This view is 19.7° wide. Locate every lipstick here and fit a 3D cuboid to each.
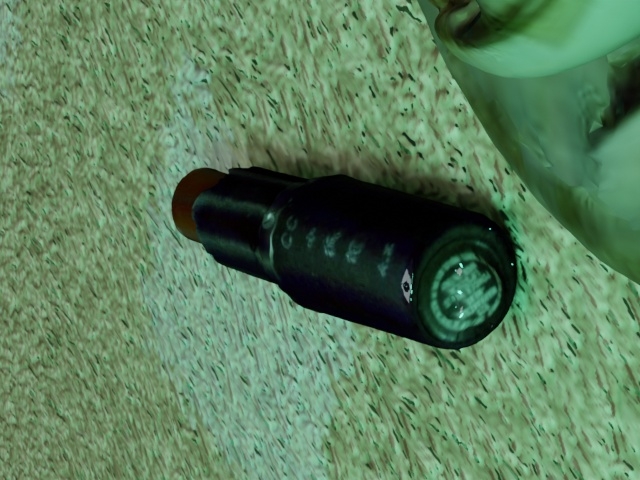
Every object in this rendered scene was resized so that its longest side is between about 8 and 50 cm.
[{"bbox_3d":[0.000,0.000,1.056,0.299,0.081,0.081,15,117,58],"label":"lipstick"}]

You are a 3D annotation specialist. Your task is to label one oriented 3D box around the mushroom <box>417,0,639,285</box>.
[{"bbox_3d":[0.121,-0.139,0.529,0.362,0.294,0.362,42,141,47],"label":"mushroom"}]
